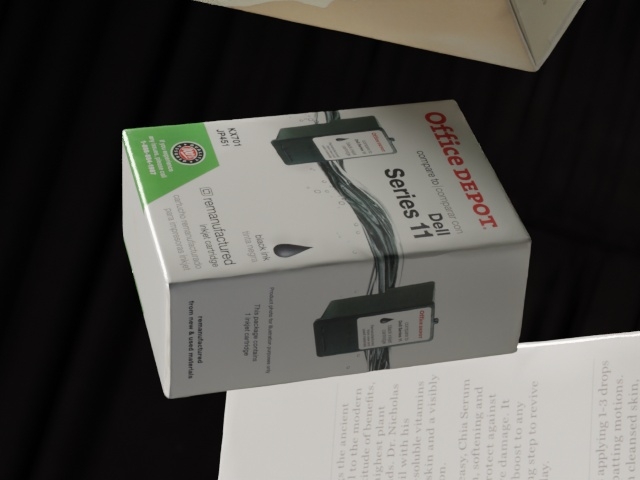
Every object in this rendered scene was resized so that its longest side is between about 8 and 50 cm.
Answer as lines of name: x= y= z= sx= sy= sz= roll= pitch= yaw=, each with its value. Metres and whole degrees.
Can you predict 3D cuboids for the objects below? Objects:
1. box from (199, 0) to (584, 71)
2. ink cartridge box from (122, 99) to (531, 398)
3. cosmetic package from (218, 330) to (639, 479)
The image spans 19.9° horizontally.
box: x=0.019 y=-0.219 z=1.131 sx=0.311 sy=0.148 sz=0.121 roll=18 pitch=-29 yaw=34
ink cartridge box: x=0.000 y=0.000 z=1.050 sx=0.208 sy=0.087 sz=0.153 roll=-7 pitch=39 yaw=-14
cosmetic package: x=0.136 y=0.201 z=1.277 sx=0.453 sy=0.230 sz=0.161 roll=-8 pitch=-20 yaw=41
